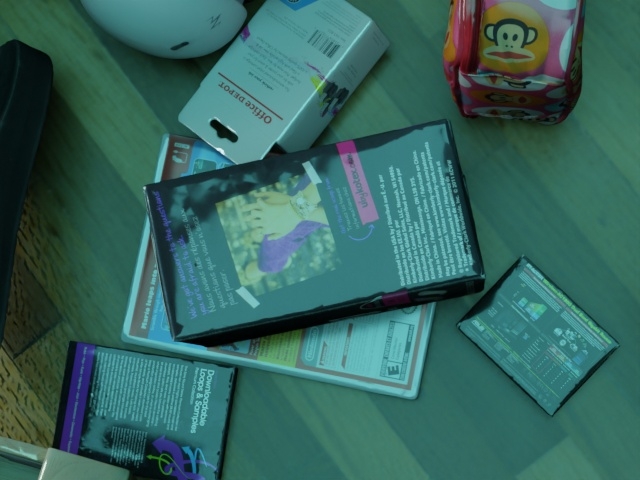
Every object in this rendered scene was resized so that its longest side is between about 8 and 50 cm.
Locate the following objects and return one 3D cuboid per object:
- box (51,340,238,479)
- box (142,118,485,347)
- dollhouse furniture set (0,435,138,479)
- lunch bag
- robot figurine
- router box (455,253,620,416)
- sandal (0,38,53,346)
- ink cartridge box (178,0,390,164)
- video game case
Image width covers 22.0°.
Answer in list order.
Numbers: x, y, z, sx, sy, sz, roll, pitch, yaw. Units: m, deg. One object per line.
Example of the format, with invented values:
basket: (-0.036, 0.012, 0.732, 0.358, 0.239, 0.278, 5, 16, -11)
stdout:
box: (-0.165, 0.163, 1.538, 0.162, 0.029, 0.116, 9, 86, 8)
box: (0.000, 0.000, 1.443, 0.270, 0.165, 0.143, -12, 83, 5)
dollhouse furniture set: (-0.279, 0.335, 1.401, 0.198, 0.286, 0.303, 14, 74, 7)
lunch bag: (0.180, -0.244, 1.412, 0.120, 0.293, 0.258, 8, 84, 6)
robot figurine: (-0.117, -0.304, 1.513, 0.173, 0.209, 0.278, 21, 86, -9)
router box: (0.198, 0.087, 1.503, 0.122, 0.038, 0.092, 44, 90, 8)
sandal: (-0.343, 0.016, 1.458, 0.107, 0.167, 0.445, 21, 59, -27)
ink cartridge box: (-0.035, -0.149, 1.529, 0.104, 0.061, 0.181, 38, 89, 25)
video game case: (-0.029, 0.023, 1.540, 0.285, 0.025, 0.204, 11, 86, 7)
